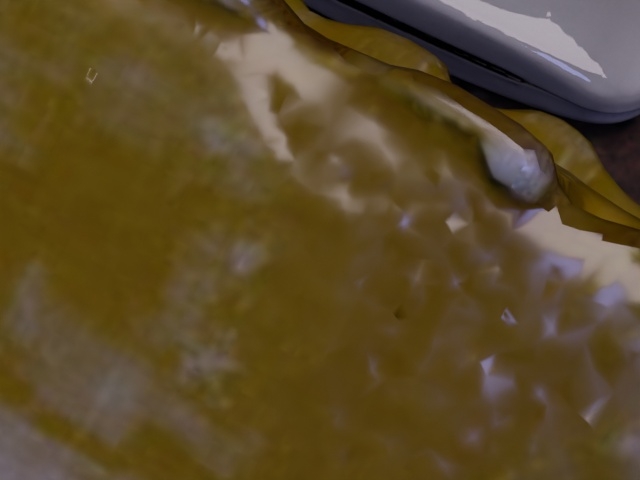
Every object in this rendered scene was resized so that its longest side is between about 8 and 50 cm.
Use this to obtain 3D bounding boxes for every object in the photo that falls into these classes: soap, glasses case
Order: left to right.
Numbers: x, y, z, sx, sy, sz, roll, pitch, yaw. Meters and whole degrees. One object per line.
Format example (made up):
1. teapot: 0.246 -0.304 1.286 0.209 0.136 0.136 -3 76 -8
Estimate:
1. soap: 0.000 0.000 0.482 0.293 0.335 0.156 34 98 8
2. glasses case: 0.066 -0.131 0.724 0.233 0.059 0.092 24 57 8
